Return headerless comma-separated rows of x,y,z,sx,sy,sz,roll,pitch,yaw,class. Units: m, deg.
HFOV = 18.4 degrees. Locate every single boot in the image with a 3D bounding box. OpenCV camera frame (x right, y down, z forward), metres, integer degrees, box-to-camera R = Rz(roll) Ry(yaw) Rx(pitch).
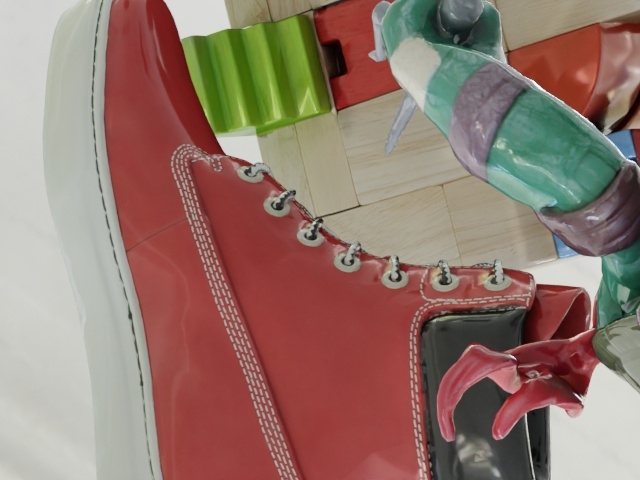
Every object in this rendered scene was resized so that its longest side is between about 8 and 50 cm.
0.000,0.000,0.704,0.088,0.176,0.244,37,-144,-64,boot

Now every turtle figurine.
0.110,-0.008,0.429,0.175,0.234,0.118,-1,-96,-22,turtle figurine

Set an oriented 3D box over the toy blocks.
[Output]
0.087,-0.130,0.925,0.190,0.261,0.381,-8,-96,-56,toy blocks
